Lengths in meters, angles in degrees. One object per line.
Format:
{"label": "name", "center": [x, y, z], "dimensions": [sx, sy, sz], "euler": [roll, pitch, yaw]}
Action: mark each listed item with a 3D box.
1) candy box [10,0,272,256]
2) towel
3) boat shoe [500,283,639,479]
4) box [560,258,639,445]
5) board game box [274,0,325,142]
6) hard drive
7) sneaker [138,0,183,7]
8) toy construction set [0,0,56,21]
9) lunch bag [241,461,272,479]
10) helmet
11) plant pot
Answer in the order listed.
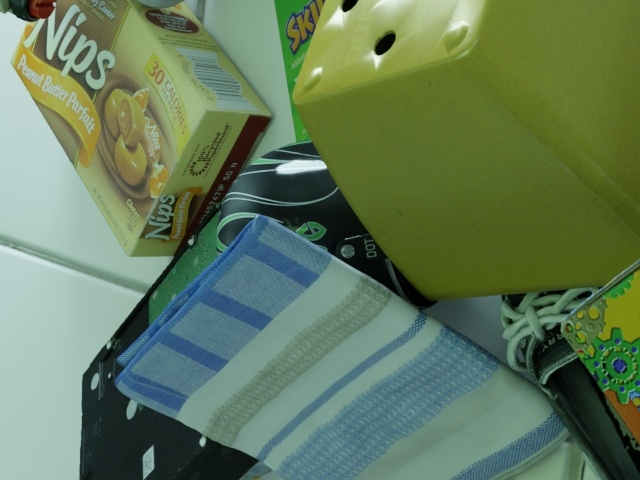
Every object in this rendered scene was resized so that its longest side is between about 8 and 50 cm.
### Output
{"label": "candy box", "center": [-0.192, -0.155, 1.146], "dimensions": [0.316, 0.087, 0.183], "euler": [54, 125, 33]}
{"label": "towel", "center": [0.015, 0.115, 0.821], "dimensions": [0.209, 0.285, 0.034], "euler": [-44, 22, 36]}
{"label": "boat shoe", "center": [0.173, 0.061, 0.746], "dimensions": [0.113, 0.105, 0.306], "euler": [-42, 60, 38]}
{"label": "box", "center": [0.297, 0.069, 0.445], "dimensions": [0.177, 0.290, 0.279], "euler": [-44, 72, 37]}
{"label": "board game box", "center": [0.025, -0.131, 0.956], "dimensions": [0.124, 0.039, 0.259], "euler": [-18, 80, 44]}
{"label": "hard drive", "center": [-0.123, 0.132, 1.038], "dimensions": [0.339, 0.064, 0.237], "euler": [-49, 35, 35]}
{"label": "sneaker", "center": [-0.051, -0.319, 0.961], "dimensions": [0.366, 0.137, 0.210], "euler": [-55, 50, 27]}
{"label": "toy construction set", "center": [-0.264, -0.331, 1.021], "dimensions": [0.151, 0.327, 0.215], "euler": [42, 154, 22]}
{"label": "lunch bag", "center": [-0.070, 0.176, 1.041], "dimensions": [0.071, 0.053, 0.083], "euler": [-39, 50, 41]}
{"label": "helmet", "center": [0.000, 0.000, 0.859], "dimensions": [0.161, 0.169, 0.169], "euler": [-7, 84, 26]}
{"label": "plant pot", "center": [0.110, -0.104, 0.699], "dimensions": [0.212, 0.187, 0.212], "euler": [-8, 56, 46]}
